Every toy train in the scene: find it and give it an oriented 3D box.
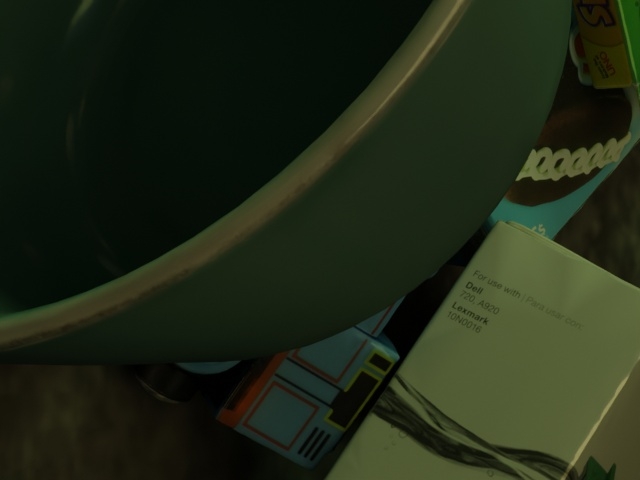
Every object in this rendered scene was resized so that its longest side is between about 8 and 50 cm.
[{"bbox_3d":[0.000,0.000,0.592,0.105,0.080,0.184,32,96,-24],"label":"toy train"}]

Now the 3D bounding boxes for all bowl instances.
[{"bbox_3d":[-0.042,-0.085,0.471,0.163,0.311,0.312,39,70,-53],"label":"bowl"}]

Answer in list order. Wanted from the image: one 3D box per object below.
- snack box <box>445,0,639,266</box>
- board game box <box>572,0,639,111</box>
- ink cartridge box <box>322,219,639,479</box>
[{"bbox_3d":[0.135,-0.157,0.714,0.322,0.060,0.187,-46,119,-25],"label":"snack box"},{"bbox_3d":[0.153,-0.191,0.665,0.124,0.039,0.260,-26,104,-31],"label":"board game box"},{"bbox_3d":[0.072,0.125,0.627,0.219,0.092,0.160,-55,150,-13],"label":"ink cartridge box"}]
